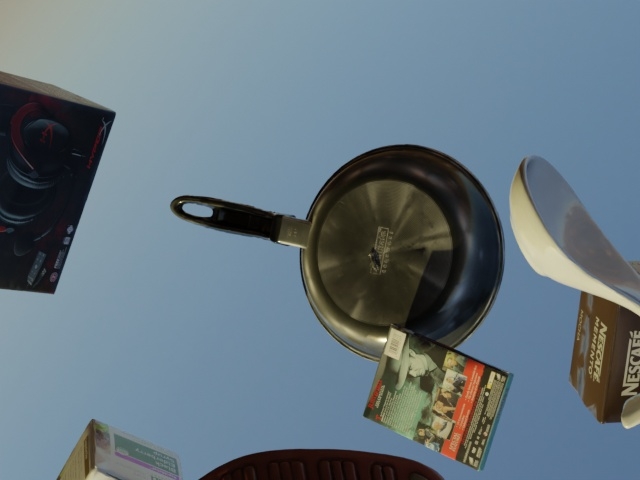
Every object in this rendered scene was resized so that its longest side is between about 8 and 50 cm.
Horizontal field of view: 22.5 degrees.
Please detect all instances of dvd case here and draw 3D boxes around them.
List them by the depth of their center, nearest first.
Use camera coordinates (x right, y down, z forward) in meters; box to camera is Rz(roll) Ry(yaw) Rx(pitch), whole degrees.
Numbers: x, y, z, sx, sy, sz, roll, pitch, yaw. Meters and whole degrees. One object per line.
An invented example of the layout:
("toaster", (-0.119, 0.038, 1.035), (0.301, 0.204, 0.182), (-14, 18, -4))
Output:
("dvd case", (0.097, 0.130, 1.344), (0.013, 0.119, 0.087), (2, 106, -58))

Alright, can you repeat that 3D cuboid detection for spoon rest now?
("spoon rest", (0.263, 0.039, 1.518), (0.084, 0.276, 0.137), (-26, -169, 24))

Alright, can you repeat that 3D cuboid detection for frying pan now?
("frying pan", (0.017, -0.023, 1.441), (0.197, 0.326, 0.053), (-58, 158, 11))

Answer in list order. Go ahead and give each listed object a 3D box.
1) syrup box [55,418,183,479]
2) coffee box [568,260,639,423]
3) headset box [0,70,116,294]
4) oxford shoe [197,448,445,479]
("syrup box", (-0.221, 0.293, 1.484), (0.237, 0.093, 0.096), (-59, -161, 15))
("coffee box", (0.464, 0.119, 1.938), (0.119, 0.297, 0.168), (-119, -150, -65))
("headset box", (-0.371, -0.070, 1.646), (0.110, 0.293, 0.218), (24, -83, 32))
("oxford shoe", (-0.055, 0.236, 1.181), (0.348, 0.130, 0.123), (-14, -115, 17))
